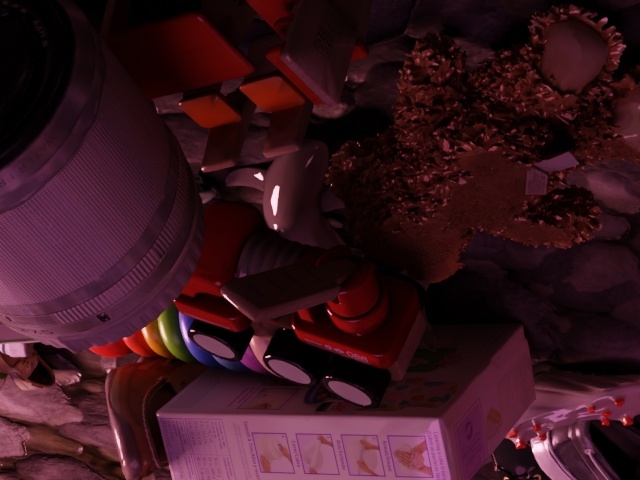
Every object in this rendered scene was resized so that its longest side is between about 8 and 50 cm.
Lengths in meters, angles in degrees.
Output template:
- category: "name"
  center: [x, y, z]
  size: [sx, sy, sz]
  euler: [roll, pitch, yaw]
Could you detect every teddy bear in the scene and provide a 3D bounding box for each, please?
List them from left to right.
- category: "teddy bear"
  center: [0.158, -0.089, 1.540]
  size: [0.245, 0.113, 0.338]
  euler: [17, 143, -15]

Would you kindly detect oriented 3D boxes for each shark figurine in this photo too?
- category: "shark figurine"
  center: [-0.002, 0.015, 1.764]
  size: [0.166, 0.116, 0.278]
  euler: [-6, 142, 35]

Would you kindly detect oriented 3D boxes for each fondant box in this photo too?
- category: "fondant box"
  center: [0.030, 0.174, 1.886]
  size: [0.330, 0.238, 0.096]
  euler: [-3, 109, 28]

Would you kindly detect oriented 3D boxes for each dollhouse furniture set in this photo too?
- category: "dollhouse furniture set"
  center: [-0.091, -0.161, 1.479]
  size: [0.259, 0.135, 0.262]
  euler: [-11, 141, 38]

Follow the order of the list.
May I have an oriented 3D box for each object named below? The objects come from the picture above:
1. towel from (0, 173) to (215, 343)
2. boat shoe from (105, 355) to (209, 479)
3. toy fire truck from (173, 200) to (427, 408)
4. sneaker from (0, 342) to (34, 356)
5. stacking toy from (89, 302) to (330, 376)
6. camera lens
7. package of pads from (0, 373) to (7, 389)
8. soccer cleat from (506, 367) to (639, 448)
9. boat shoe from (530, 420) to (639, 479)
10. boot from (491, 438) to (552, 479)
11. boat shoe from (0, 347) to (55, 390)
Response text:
- category: "towel"
  center: [-0.284, 0.027, 1.821]
  size: [0.248, 0.038, 0.325]
  euler: [-2, 153, -41]
- category: "boat shoe"
  center: [-0.162, 0.180, 2.009]
  size: [0.116, 0.324, 0.123]
  euler: [-13, 101, 7]
- category: "toy fire truck"
  center: [-0.040, 0.040, 1.549]
  size: [0.217, 0.158, 0.246]
  euler: [18, 156, 22]
- category: "sneaker"
  center: [-0.375, 0.064, 2.035]
  size: [0.091, 0.094, 0.258]
  euler: [11, 151, -1]
- category: "stacking toy"
  center: [-0.135, 0.081, 1.936]
  size: [0.330, 0.141, 0.141]
  euler: [-4, 146, 41]
- category: "camera lens"
  center: [-0.234, -0.060, 1.443]
  size: [0.219, 0.219, 0.274]
  euler: [1, 151, 23]
- category: "package of pads"
  center: [-0.566, 0.124, 2.219]
  size: [0.229, 0.101, 0.296]
  euler: [-12, 140, 38]
- category: "soccer cleat"
  center: [0.280, 0.165, 1.938]
  size: [0.196, 0.076, 0.068]
  euler: [-15, 144, 11]
- category: "boat shoe"
  center: [0.377, 0.280, 2.051]
  size: [0.301, 0.108, 0.102]
  euler: [39, 145, -24]
- category: "boot"
  center: [0.243, 0.322, 2.098]
  size: [0.085, 0.179, 0.236]
  euler: [-2, 147, 27]
- category: "boat shoe"
  center: [-0.371, 0.148, 2.228]
  size: [0.045, 0.050, 0.135]
  euler: [0, 157, 19]
